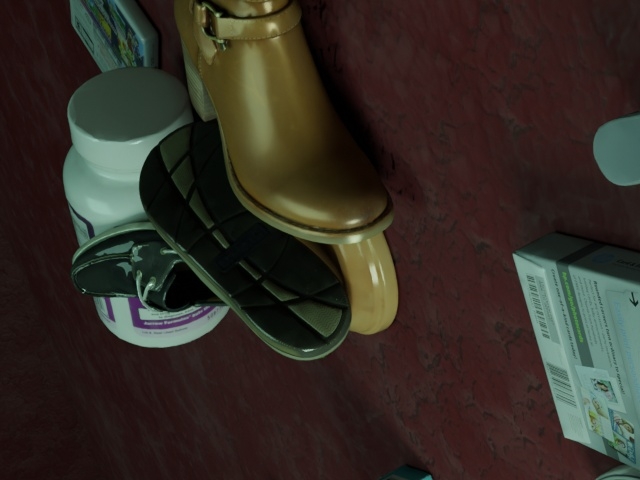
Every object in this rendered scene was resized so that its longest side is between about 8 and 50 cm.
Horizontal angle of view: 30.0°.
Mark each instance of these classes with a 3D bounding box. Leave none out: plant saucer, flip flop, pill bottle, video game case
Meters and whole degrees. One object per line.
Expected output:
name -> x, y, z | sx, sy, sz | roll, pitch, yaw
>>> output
plant saucer -> 0.000, 0.000, 1.100 | 0.200, 0.037, 0.200 | 49, 154, 34
flip flop -> -0.070, 0.003, 1.095 | 0.277, 0.112, 0.080 | 48, 169, 23
pill bottle -> -0.189, -0.036, 1.318 | 0.169, 0.169, 0.301 | 47, 153, 37
video game case -> -0.245, -0.249, 1.407 | 0.201, 0.023, 0.183 | 56, 158, 22

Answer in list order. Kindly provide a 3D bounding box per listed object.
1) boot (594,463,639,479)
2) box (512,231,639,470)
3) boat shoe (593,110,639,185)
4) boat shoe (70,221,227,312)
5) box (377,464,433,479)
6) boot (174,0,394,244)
boot -> 0.210, 0.196, 0.766 | 0.069, 0.086, 0.190 | 66, 159, -4
box -> 0.201, 0.078, 0.721 | 0.186, 0.038, 0.145 | 19, 132, 62
boat shoe -> 0.192, -0.053, 0.591 | 0.142, 0.040, 0.049 | 0, 106, 66
boat shoe -> -0.159, 0.032, 1.202 | 0.233, 0.079, 0.084 | -4, 135, 24
box -> 0.100, 0.356, 1.182 | 0.060, 0.101, 0.244 | -2, 113, 66
boot -> -0.031, -0.149, 0.943 | 0.283, 0.109, 0.220 | 56, 155, 38
